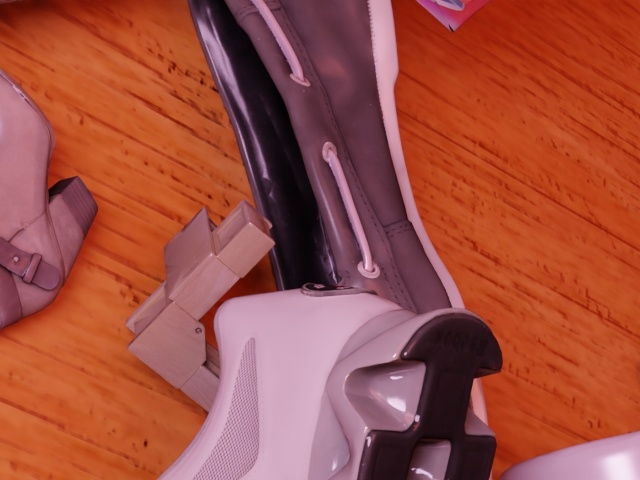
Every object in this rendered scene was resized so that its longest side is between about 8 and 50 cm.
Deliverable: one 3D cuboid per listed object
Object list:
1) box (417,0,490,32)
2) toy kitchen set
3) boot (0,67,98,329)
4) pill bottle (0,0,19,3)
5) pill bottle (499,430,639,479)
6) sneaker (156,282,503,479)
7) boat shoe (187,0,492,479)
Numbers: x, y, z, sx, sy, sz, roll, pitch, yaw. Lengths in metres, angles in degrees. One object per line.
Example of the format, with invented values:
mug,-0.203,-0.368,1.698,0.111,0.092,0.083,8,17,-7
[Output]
box,0.090,-0.272,0.923,0.142,0.154,0.300,40,35,-18
toy kitchen set,-0.040,0.031,0.807,0.075,0.083,0.068,41,10,-19
boot,-0.154,-0.021,0.751,0.118,0.042,0.087,50,51,-11
pill bottle,-0.149,-0.168,0.760,0.221,0.121,0.121,-17,83,-42
pill bottle,0.179,0.216,0.862,0.131,0.131,0.229,-2,74,-39
sneaker,-0.028,0.179,0.733,0.122,0.146,0.330,21,83,-52
boat shoe,0.000,0.000,0.833,0.096,0.112,0.335,-3,68,-21
